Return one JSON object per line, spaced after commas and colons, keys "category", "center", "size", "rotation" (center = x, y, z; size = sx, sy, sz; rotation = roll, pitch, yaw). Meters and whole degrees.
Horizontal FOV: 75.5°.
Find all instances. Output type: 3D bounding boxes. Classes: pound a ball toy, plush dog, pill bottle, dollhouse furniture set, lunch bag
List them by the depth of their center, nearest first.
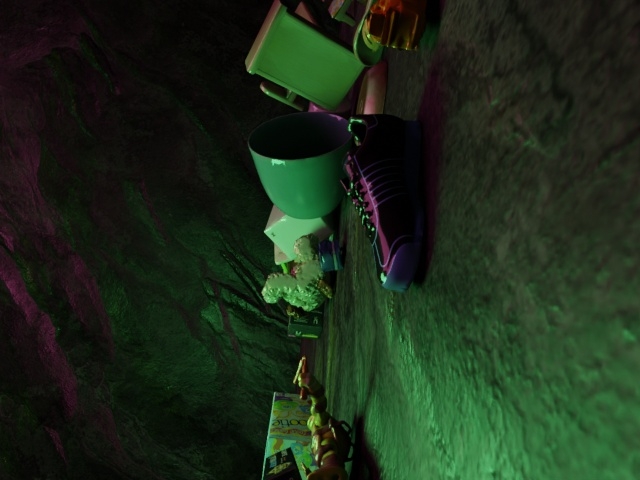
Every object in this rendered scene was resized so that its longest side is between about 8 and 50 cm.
{"category": "lunch bag", "center": [0.031, 0.039, 1.128], "size": [0.098, 0.065, 0.067], "rotation": [-93, -5, -65]}
{"category": "dollhouse furniture set", "center": [-0.068, -0.561, 1.139], "size": [0.362, 0.257, 0.393], "rotation": [-51, 37, 31]}
{"category": "plush dog", "center": [-0.029, 0.141, 1.334], "size": [0.262, 0.211, 0.225], "rotation": [-55, -20, -15]}
{"category": "pill bottle", "center": [0.015, -0.333, 1.378], "size": [0.282, 0.161, 0.160], "rotation": [101, 175, -46]}
{"category": "pound a ball toy", "center": [-0.087, 0.073, 1.634], "size": [0.319, 0.136, 0.208], "rotation": [-103, -5, -63]}

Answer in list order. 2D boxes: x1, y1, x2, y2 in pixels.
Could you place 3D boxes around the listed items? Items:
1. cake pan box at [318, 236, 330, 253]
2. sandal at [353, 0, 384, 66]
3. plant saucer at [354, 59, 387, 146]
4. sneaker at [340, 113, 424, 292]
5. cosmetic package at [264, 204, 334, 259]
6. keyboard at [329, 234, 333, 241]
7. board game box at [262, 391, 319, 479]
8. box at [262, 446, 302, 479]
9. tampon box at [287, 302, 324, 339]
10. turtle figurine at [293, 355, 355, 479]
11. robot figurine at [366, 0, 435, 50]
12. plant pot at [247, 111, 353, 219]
{"category": "cake pan box", "center": [0.000, 0.000, 1.711], "size": [0.245, 0.070, 0.266], "rotation": [-98, 16, -67]}
{"category": "sandal", "center": [0.114, -0.423, 0.826], "size": [0.180, 0.072, 0.048], "rotation": [110, 146, -56]}
{"category": "plant saucer", "center": [0.101, -0.279, 0.881], "size": [0.198, 0.036, 0.198], "rotation": [-173, 90, -87]}
{"category": "sneaker", "center": [0.067, -0.052, 0.488], "size": [0.081, 0.091, 0.232], "rotation": [104, 173, -62]}
{"category": "cosmetic package", "center": [-0.065, -0.116, 1.524], "size": [0.155, 0.197, 0.365], "rotation": [49, -158, -23]}
{"category": "keyboard", "center": [0.027, 0.063, 1.565], "size": [0.072, 0.014, 0.255], "rotation": [-92, 10, -70]}
{"category": "board game box", "center": [-0.078, 0.559, 1.169], "size": [0.275, 0.142, 0.144], "rotation": [-133, 50, -86]}
{"category": "box", "center": [-0.026, 0.429, 0.595], "size": [0.175, 0.051, 0.220], "rotation": [106, 144, -70]}
{"category": "tampon box", "center": [-0.053, 0.271, 1.545], "size": [0.101, 0.121, 0.160], "rotation": [102, 174, -50]}
{"category": "turtle figurine", "center": [0.013, 0.331, 0.631], "size": [0.217, 0.087, 0.269], "rotation": [-126, 31, -78]}
{"category": "robot figurine", "center": [0.107, -0.375, 0.565], "size": [0.290, 0.085, 0.210], "rotation": [-87, 7, -52]}
{"category": "plant pot", "center": [-0.044, -0.206, 1.209], "size": [0.292, 0.294, 0.235], "rotation": [-87, -8, -49]}
